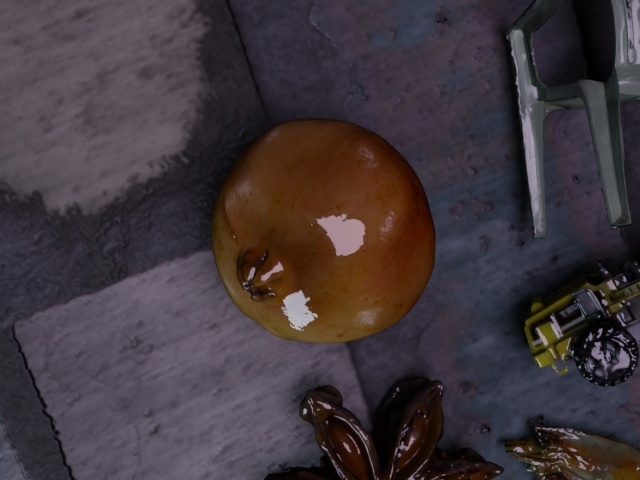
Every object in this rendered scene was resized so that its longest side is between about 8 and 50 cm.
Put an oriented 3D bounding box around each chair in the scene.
[{"bbox_3d":[0.302,-0.150,1.147,0.203,0.190,0.275,-10,90,-13],"label":"chair"}]

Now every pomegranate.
[{"bbox_3d":[0.004,-0.004,1.089,0.209,0.209,0.209,-3,100,-15],"label":"pomegranate"}]

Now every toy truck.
[{"bbox_3d":[0.338,0.053,1.191,0.286,0.136,0.111,-26,93,13],"label":"toy truck"}]

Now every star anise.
[{"bbox_3d":[0.050,0.225,1.197,0.220,0.099,0.214,40,74,-13],"label":"star anise"}]

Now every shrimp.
[{"bbox_3d":[0.286,0.260,1.287,0.217,0.051,0.115,24,95,-20],"label":"shrimp"}]
